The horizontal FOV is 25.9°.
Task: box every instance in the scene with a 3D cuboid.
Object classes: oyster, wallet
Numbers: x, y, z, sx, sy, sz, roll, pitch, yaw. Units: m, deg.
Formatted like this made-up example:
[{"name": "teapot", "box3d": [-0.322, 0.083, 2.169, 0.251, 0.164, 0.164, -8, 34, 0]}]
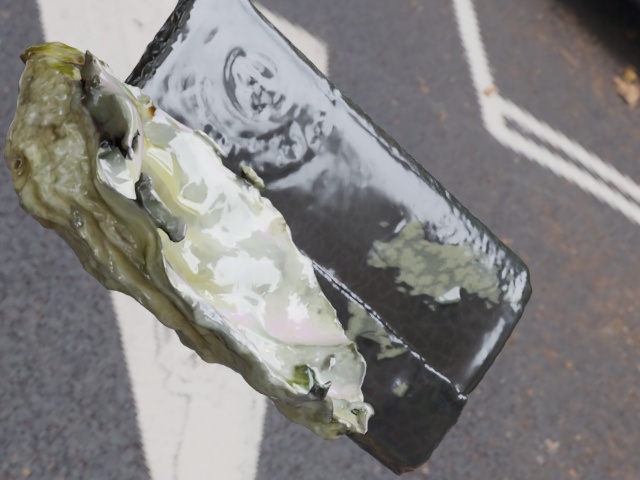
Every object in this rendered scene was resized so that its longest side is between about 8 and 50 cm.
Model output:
[{"name": "oyster", "box3d": [-0.060, 0.007, 0.595, 0.209, 0.072, 0.133, 46, 19, -17]}, {"name": "wallet", "box3d": [0.000, 0.000, 0.848, 0.321, 0.044, 0.170, 41, 71, -29]}]
